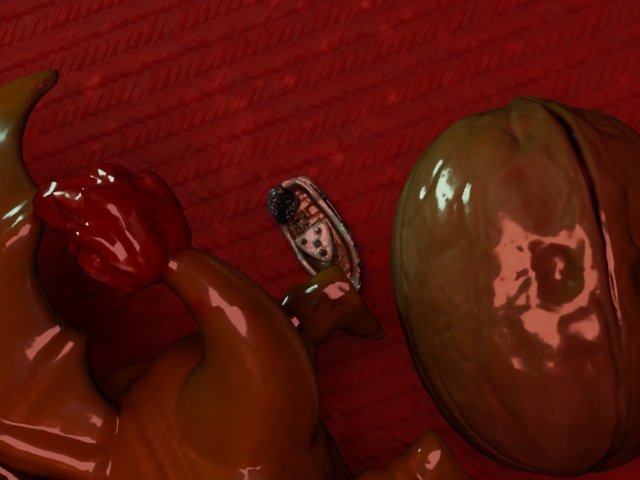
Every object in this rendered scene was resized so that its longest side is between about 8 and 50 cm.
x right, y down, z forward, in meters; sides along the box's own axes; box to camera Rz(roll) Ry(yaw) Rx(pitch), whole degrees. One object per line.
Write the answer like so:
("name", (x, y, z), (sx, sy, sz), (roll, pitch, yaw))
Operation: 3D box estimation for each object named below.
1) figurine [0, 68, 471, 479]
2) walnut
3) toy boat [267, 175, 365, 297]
("figurine", (-0.132, 0.151, 0.935), (0.387, 0.268, 0.401), (-36, 74, 5))
("walnut", (0.123, 0.024, 0.966), (0.167, 0.167, 0.207), (-10, 86, 7))
("toy boat", (0.000, 0.000, 1.045), (0.038, 0.038, 0.083), (-36, 81, 3))
